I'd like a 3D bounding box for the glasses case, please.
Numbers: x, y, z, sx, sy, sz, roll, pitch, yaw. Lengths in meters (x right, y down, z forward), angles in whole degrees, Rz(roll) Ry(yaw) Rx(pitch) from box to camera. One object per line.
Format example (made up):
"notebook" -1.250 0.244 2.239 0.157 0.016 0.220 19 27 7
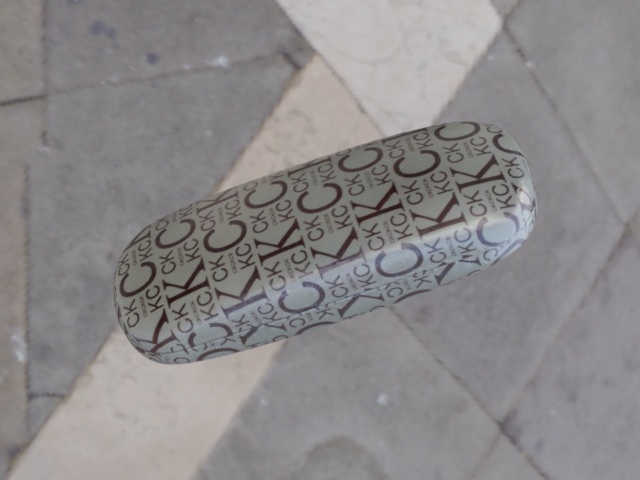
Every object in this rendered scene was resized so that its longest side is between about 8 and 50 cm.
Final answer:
"glasses case" 0.000 0.000 1.119 0.354 0.137 0.085 -18 135 7
